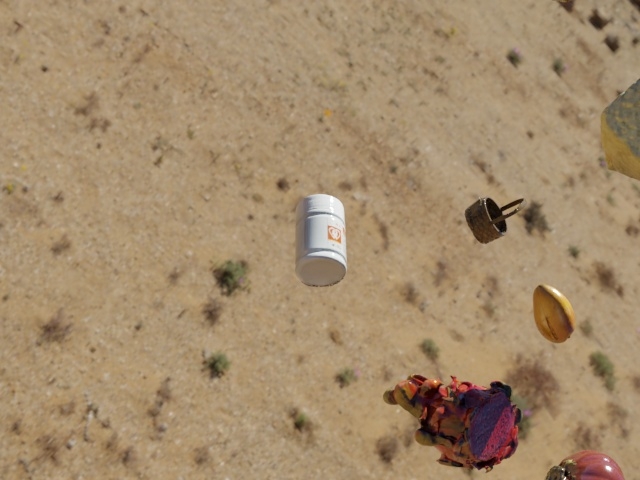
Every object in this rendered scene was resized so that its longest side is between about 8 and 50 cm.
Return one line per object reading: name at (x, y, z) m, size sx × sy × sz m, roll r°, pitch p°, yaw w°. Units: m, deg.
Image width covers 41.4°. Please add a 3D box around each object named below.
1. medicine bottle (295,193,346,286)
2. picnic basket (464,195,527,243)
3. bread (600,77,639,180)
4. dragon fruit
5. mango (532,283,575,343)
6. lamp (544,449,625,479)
medicine bottle at (0.000, 0.000, 0.929) m, size 0.057 × 0.057 × 0.089 m, roll 25°, pitch 45°, yaw -31°
picnic basket at (0.256, -0.038, 1.215) m, size 0.072 × 0.083 × 0.072 m, roll 38°, pitch 38°, yaw -38°
bread at (0.432, -0.133, 0.900) m, size 0.135 × 0.240 × 0.178 m, roll 58°, pitch 9°, yaw 24°
dragon fruit at (0.190, 0.252, 1.217) m, size 0.208 × 0.150 × 0.133 m, roll 19°, pitch 66°, yaw 5°
mango at (0.328, 0.103, 1.204) m, size 0.046 × 0.060 × 0.089 m, roll -32°, pitch 98°, yaw -43°
lamp at (0.287, 0.276, 0.916) m, size 0.090 × 0.101 × 0.101 m, roll 29°, pitch 34°, yaw -7°
